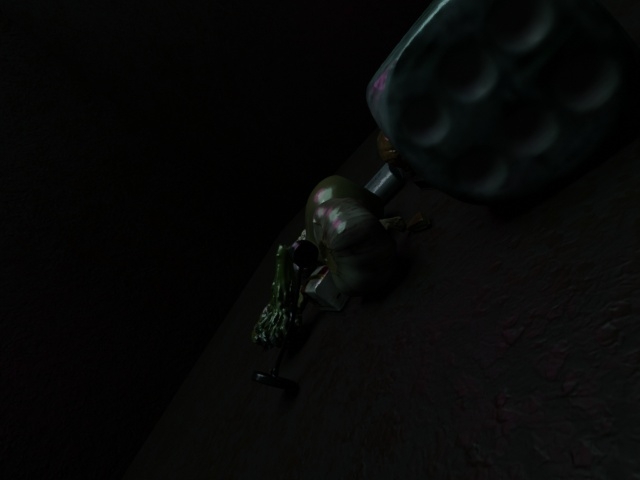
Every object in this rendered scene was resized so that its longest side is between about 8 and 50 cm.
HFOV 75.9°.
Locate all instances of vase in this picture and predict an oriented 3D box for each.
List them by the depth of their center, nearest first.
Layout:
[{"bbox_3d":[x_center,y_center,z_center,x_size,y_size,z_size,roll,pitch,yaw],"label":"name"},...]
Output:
[{"bbox_3d":[0.061,-0.024,1.232,0.302,0.241,0.329,-62,23,2],"label":"vase"}]

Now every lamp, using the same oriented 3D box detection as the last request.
[{"bbox_3d":[-0.059,0.190,0.975,0.371,0.130,0.108,-67,23,3],"label":"lamp"}]

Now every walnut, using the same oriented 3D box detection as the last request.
[{"bbox_3d":[0.285,-0.327,1.361,0.198,0.198,0.245,-48,10,17],"label":"walnut"}]

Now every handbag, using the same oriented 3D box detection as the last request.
[{"bbox_3d":[-0.049,0.067,1.737,0.173,0.095,0.117,-59,27,-10],"label":"handbag"}]

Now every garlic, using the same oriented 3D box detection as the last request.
[{"bbox_3d":[0.116,-0.003,0.991,0.253,0.245,0.245,-24,-2,-23],"label":"garlic"}]

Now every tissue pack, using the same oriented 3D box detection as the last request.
[{"bbox_3d":[0.021,0.130,1.149,0.106,0.099,0.149,-54,10,-18],"label":"tissue pack"}]

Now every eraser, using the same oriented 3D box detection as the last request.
[{"bbox_3d":[0.197,-0.170,1.500,0.227,0.081,0.174,-46,15,24],"label":"eraser"}]

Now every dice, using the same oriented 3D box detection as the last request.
[{"bbox_3d":[0.301,-0.282,0.718,0.328,0.330,0.348,-44,14,38],"label":"dice"}]

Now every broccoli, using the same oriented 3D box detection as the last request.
[{"bbox_3d":[-0.114,0.164,1.215,0.165,0.146,0.303,152,123,-81],"label":"broccoli"}]

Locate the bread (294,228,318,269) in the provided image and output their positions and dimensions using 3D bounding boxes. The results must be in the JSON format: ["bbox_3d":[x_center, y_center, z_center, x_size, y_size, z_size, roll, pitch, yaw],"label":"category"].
[{"bbox_3d":[0.000,0.000,1.609,0.222,0.096,0.181,-50,32,-6],"label":"bread"}]

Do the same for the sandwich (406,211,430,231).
[{"bbox_3d":[0.242,-0.047,0.993,0.044,0.031,0.083,-57,10,-18],"label":"sandwich"}]

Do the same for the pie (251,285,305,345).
[{"bbox_3d":[-0.153,0.267,1.502,0.277,0.079,0.277,-51,11,14],"label":"pie"}]

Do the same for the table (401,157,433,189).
[{"bbox_3d":[0.309,-0.217,1.079,0.121,0.111,0.240,-53,10,-2],"label":"table"}]
